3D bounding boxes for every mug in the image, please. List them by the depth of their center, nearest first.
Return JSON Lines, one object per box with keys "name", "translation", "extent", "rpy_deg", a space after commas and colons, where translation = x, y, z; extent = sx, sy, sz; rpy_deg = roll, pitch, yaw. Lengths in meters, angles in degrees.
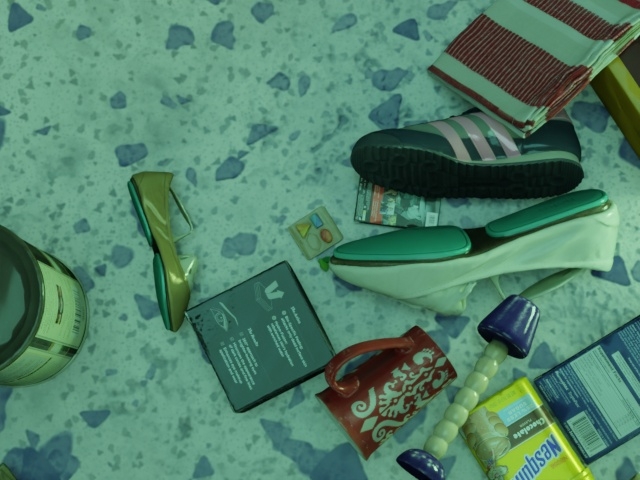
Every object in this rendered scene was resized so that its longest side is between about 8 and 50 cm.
{"name": "mug", "translation": [0.090, 0.194, 1.825], "extent": [0.169, 0.150, 0.113], "rpy_deg": [-37, 65, -7]}

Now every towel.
{"name": "towel", "translation": [0.325, -0.304, 1.872], "extent": [0.329, 0.037, 0.237], "rpy_deg": [-44, 43, -4]}

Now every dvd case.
{"name": "dvd case", "translation": [0.111, -0.060, 1.924], "extent": [0.119, 0.013, 0.087], "rpy_deg": [7, 82, 4]}

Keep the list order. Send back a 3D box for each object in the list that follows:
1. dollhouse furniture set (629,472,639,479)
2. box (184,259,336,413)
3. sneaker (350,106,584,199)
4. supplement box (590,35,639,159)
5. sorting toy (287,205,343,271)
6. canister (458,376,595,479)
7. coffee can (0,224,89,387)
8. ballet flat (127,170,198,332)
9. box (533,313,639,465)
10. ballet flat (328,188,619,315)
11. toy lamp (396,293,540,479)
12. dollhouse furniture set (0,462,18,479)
{"name": "dollhouse furniture set", "translation": [0.500, 0.347, 1.826], "extent": [0.182, 0.101, 0.161], "rpy_deg": [32, 60, 7]}
{"name": "box", "translation": [-0.077, 0.134, 1.864], "extent": [0.158, 0.093, 0.156], "rpy_deg": [-27, 81, 0]}
{"name": "sneaker", "translation": [0.200, -0.135, 1.892], "extent": [0.319, 0.112, 0.131], "rpy_deg": [4, 57, -4]}
{"name": "supplement box", "translation": [0.507, -0.207, 1.867], "extent": [0.194, 0.129, 0.191], "rpy_deg": [-31, 81, -2]}
{"name": "sorting toy", "translation": [0.000, 0.000, 1.920], "extent": [0.062, 0.012, 0.083], "rpy_deg": [-32, 81, -2]}
{"name": "canister", "translation": [0.271, 0.284, 1.837], "extent": [0.126, 0.073, 0.170], "rpy_deg": [-32, 80, -2]}
{"name": "coffee can", "translation": [-0.431, 0.090, 1.795], "extent": [0.202, 0.275, 0.201], "rpy_deg": [0, 81, 2]}
{"name": "ballet flat", "translation": [-0.207, 0.010, 1.900], "extent": [0.073, 0.080, 0.232], "rpy_deg": [-13, 83, -14]}
{"name": "box", "translation": [0.419, 0.187, 1.841], "extent": [0.225, 0.036, 0.136], "rpy_deg": [-33, 81, 12]}
{"name": "ballet flat", "translation": [0.216, 0.035, 1.857], "extent": [0.400, 0.139, 0.139], "rpy_deg": [-12, 81, 0]}
{"name": "toy lamp", "translation": [0.199, 0.192, 1.792], "extent": [0.080, 0.080, 0.274], "rpy_deg": [34, 74, 7]}
{"name": "dollhouse furniture set", "translation": [-0.415, 0.428, 1.843], "extent": [0.129, 0.129, 0.183], "rpy_deg": [-39, 112, -2]}
